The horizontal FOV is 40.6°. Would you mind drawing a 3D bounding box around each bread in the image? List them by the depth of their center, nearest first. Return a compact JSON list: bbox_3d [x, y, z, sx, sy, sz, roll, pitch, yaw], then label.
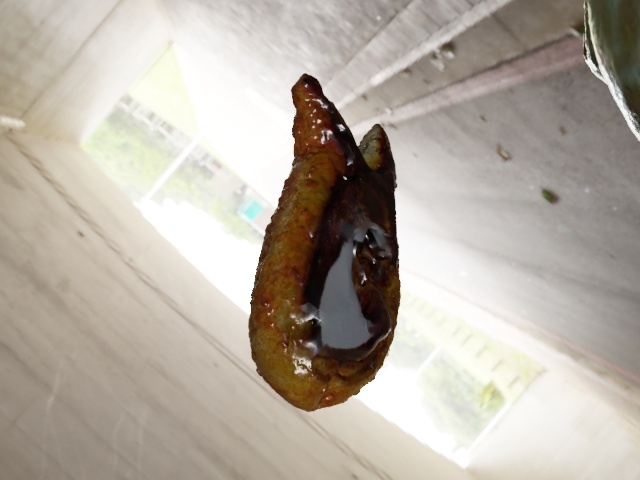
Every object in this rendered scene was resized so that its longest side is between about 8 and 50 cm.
[{"bbox_3d":[0.005,0.006,0.683,0.139,0.095,0.268,35,-134,-43],"label":"bread"}]

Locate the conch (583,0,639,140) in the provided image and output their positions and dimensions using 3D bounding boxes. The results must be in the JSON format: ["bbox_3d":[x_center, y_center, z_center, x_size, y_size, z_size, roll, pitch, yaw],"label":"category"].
[{"bbox_3d":[0.186,-0.061,0.335,0.173,0.116,0.106,22,-134,-9],"label":"conch"}]
